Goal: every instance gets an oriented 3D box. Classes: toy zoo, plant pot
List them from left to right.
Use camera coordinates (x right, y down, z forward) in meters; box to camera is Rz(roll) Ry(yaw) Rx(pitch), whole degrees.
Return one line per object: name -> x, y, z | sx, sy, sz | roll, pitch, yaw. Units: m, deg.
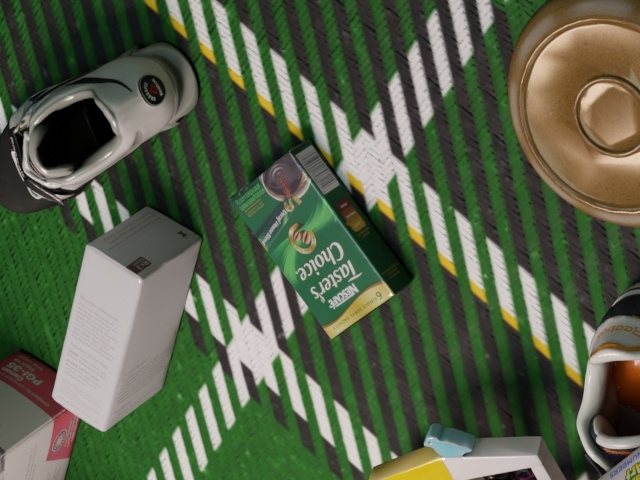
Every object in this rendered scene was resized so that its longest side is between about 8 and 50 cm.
toy zoo -> 0.175, 0.291, 1.897 | 0.192, 0.030, 0.293 | -15, 122, 30
plant pot -> 0.267, -0.115, 1.699 | 0.236, 0.032, 0.236 | 17, 122, 29

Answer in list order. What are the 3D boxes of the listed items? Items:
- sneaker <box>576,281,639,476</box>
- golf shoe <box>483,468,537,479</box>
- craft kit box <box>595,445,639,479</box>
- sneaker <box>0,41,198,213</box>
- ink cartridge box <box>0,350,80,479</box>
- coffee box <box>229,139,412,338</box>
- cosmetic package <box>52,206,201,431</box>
sneaker -> 0.317, 0.207, 1.768 | 0.126, 0.127, 0.321 | -8, 109, 37
golf shoe -> 0.156, 0.260, 1.963 | 0.186, 0.067, 0.086 | -6, 152, 26
craft kit box -> 0.377, 0.253, 1.692 | 0.250, 0.061, 0.246 | 29, 124, -22
sneaker -> -0.285, -0.106, 2.033 | 0.330, 0.146, 0.122 | -31, 94, 43
ink cartridge box -> -0.424, 0.289, 2.242 | 0.117, 0.283, 0.207 | 33, 128, 18
coffee box -> 0.000, 0.000, 1.945 | 0.113, 0.040, 0.184 | -36, 90, 42
cosmetic package -> -0.216, 0.088, 2.099 | 0.085, 0.117, 0.231 | 30, 126, 19
